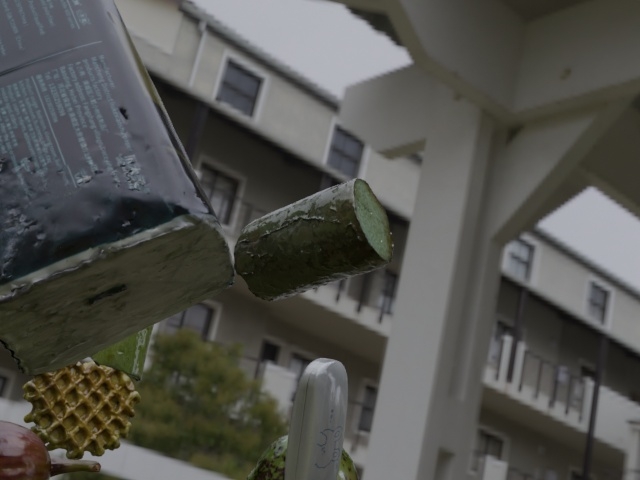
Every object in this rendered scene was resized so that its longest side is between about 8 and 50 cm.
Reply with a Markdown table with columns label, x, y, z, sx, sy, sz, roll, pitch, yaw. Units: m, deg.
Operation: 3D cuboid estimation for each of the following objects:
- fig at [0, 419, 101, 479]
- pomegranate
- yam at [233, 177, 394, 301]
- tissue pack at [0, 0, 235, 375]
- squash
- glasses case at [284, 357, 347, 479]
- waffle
| label | x | y | z | sx | sy | sz | roll | pitch | yaw |
| --- | --- | --- | --- | --- | --- | --- | --- | --- | --- |
| fig | -0.475 | 0.356 | 1.734 | 0.175 | 0.175 | 0.207 | -6 | -7 | 40 |
| pomegranate | -0.011 | 0.464 | 1.922 | 0.203 | 0.277 | 0.222 | -29 | -44 | -7 |
| yam | 0.000 | 0.000 | 1.957 | 0.304 | 0.168 | 0.168 | -20 | -37 | 40 |
| tissue pack | -0.298 | -0.103 | 1.249 | 0.264 | 0.417 | 0.253 | -24 | -21 | -8 |
| squash | -0.333 | 0.084 | 1.912 | 0.137 | 0.288 | 0.137 | 11 | -14 | 3 |
| glasses case | -0.006 | 0.285 | 1.611 | 0.059 | 0.234 | 0.092 | 11 | 5 | 30 |
| waffle | -0.487 | 0.322 | 2.308 | 0.253 | 0.249 | 0.056 | -2 | -8 | -38 |
